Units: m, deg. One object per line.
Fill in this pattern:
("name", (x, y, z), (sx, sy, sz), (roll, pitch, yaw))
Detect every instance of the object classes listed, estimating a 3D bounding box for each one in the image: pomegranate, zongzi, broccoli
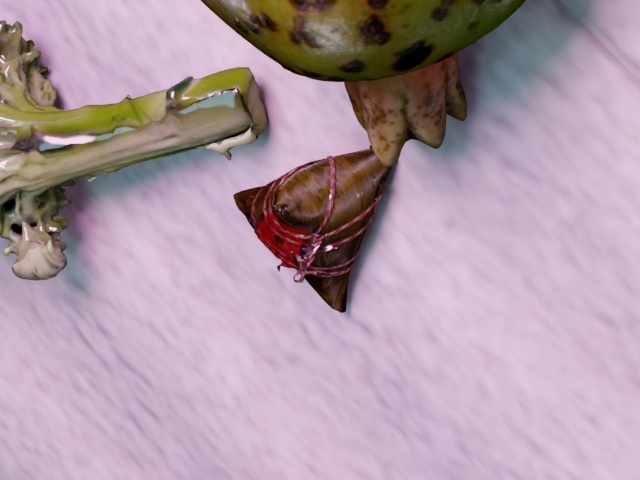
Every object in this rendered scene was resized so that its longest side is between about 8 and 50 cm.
("pomegranate", (0.019, -0.120, 0.676), (0.159, 0.159, 0.205), (20, 144, 32))
("zongzi", (0.000, 0.000, 0.796), (0.073, 0.067, 0.083), (59, 149, -7))
("broccoli", (-0.120, -0.053, 0.844), (0.204, 0.118, 0.122), (-4, 72, 23))
